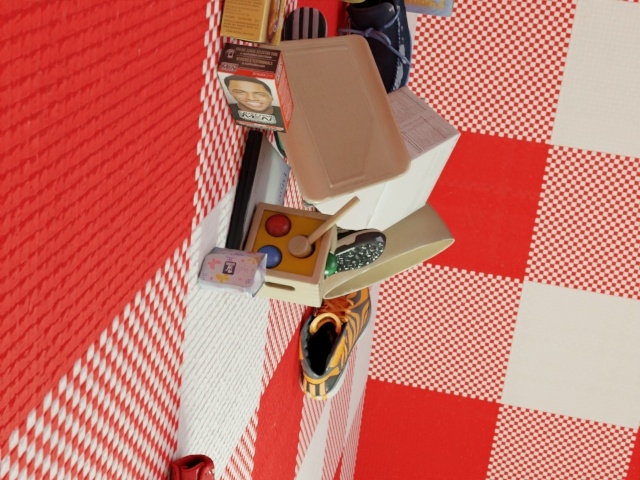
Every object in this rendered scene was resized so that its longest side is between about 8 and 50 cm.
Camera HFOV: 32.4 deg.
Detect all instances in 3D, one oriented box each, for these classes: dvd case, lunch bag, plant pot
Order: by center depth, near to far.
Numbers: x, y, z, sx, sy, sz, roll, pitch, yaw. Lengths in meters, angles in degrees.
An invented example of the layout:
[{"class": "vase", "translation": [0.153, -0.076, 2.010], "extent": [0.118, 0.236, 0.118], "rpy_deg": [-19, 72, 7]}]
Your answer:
[{"class": "lunch bag", "translation": [-0.109, 0.041, 1.378], "extent": [0.083, 0.071, 0.053], "rpy_deg": [-57, 153, -68]}, {"class": "dvd case", "translation": [-0.088, -0.045, 1.593], "extent": [0.253, 0.022, 0.180], "rpy_deg": [46, 54, -80]}, {"class": "plant pot", "translation": [0.098, -0.027, 2.193], "extent": [0.284, 0.284, 0.191], "rpy_deg": [49, 17, -80]}]

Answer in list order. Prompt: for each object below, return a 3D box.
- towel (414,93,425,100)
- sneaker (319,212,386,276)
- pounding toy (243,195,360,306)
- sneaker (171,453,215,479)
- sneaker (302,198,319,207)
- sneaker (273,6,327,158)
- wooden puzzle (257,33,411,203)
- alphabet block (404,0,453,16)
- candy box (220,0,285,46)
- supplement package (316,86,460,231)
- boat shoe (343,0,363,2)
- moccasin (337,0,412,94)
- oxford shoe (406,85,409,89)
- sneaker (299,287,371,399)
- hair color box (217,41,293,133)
[{"class": "towel", "translation": [0.126, -0.170, 2.412], "extent": [0.325, 0.038, 0.248], "rpy_deg": [-57, 179, 16]}, {"class": "sneaker", "translation": [0.000, 0.000, 1.645], "extent": [0.084, 0.235, 0.097], "rpy_deg": [10, 69, -41]}, {"class": "pounding toy", "translation": [-0.027, 0.007, 1.502], "extent": [0.100, 0.141, 0.130], "rpy_deg": [84, 18, -61]}, {"class": "sneaker", "translation": [-0.172, 0.351, 1.351], "extent": [0.221, 0.087, 0.128], "rpy_deg": [-90, 176, -59]}, {"class": "sneaker", "translation": [0.001, -0.171, 1.760], "extent": [0.115, 0.105, 0.281], "rpy_deg": [-39, 134, -31]}, {"class": "sneaker", "translation": [-0.021, -0.227, 1.632], "extent": [0.098, 0.083, 0.223], "rpy_deg": [-20, 117, -87]}, {"class": "wooden puzzle", "translation": [0.016, -0.171, 1.518], "extent": [0.239, 0.044, 0.221], "rpy_deg": [-20, 90, -51]}, {"class": "alphabet block", "translation": [0.213, -0.628, 2.383], "extent": [0.193, 0.192, 0.197], "rpy_deg": [87, 14, -64]}, {"class": "candy box", "translation": [-0.069, -0.325, 1.286], "extent": [0.109, 0.053, 0.186], "rpy_deg": [-33, 133, -79]}, {"class": "supplement package", "translation": [0.109, -0.136, 1.989], "extent": [0.203, 0.149, 0.194], "rpy_deg": [-30, 154, -39]}, {"class": "boat shoe", "translation": [0.045, -0.487, 1.714], "extent": [0.277, 0.098, 0.096], "rpy_deg": [83, 20, -60]}, {"class": "moccasin", "translation": [0.090, -0.432, 2.073], "extent": [0.117, 0.138, 0.342], "rpy_deg": [-23, 107, -65]}, {"class": "oxford shoe", "translation": [0.072, -0.277, 2.203], "extent": [0.132, 0.130, 0.363], "rpy_deg": [64, 27, -18]}, {"class": "sneaker", "translation": [0.036, 0.168, 2.337], "extent": [0.180, 0.125, 0.321], "rpy_deg": [88, 15, -60]}, {"class": "hair color box", "translation": [-0.077, -0.183, 1.334], "extent": [0.141, 0.072, 0.043], "rpy_deg": [76, 25, -68]}]
